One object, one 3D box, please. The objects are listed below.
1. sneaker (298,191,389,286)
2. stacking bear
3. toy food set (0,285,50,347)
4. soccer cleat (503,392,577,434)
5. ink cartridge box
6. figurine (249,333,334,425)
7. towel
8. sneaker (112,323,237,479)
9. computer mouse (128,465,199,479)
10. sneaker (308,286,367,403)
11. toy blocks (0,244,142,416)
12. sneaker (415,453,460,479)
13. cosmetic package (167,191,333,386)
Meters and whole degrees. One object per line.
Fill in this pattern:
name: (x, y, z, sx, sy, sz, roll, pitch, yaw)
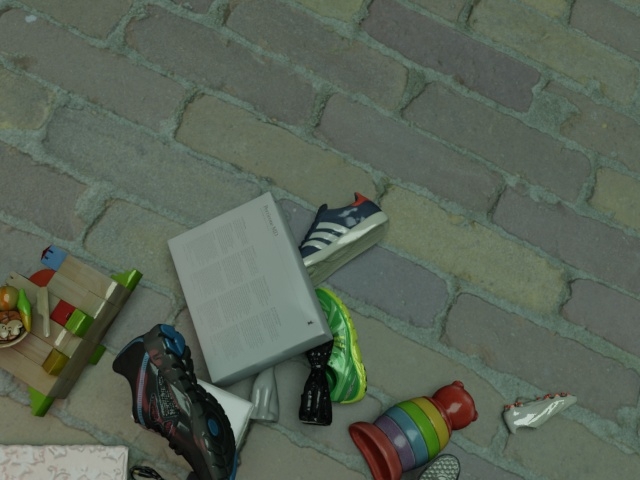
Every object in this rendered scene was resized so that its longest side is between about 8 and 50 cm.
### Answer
sneaker: (0.000, 0.000, 1.934, 0.350, 0.131, 0.148, -31, 63, -15)
stacking bear: (0.242, 0.444, 1.811, 0.288, 0.164, 0.176, -26, 78, -22)
toy food set: (-0.677, 0.161, 1.613, 0.191, 0.038, 0.133, -9, 70, -13)
soccer cleat: (0.557, 0.434, 1.916, 0.196, 0.068, 0.076, -12, 80, -7)
ink cartridge box: (-0.275, 0.382, 1.651, 0.226, 0.306, 0.131, 24, 70, -2)
figurine: (-0.072, 0.323, 1.790, 0.214, 0.092, 0.210, -1, 71, 19)
towel: (-0.595, 0.606, 1.656, 0.331, 0.053, 0.317, 4, 71, -9)
sneaker: (-0.274, 0.335, 1.460, 0.139, 0.125, 0.341, -29, 81, 11)
computer mouse: (-0.317, 0.550, 1.730, 0.241, 0.041, 0.071, 9, 72, -7)
sneaker: (0.025, 0.254, 1.852, 0.123, 0.109, 0.296, -12, 74, -15)
toy blocks: (-0.628, 0.170, 1.741, 0.260, 0.191, 0.382, 28, 79, 13)
sneaker: (0.242, 0.568, 1.750, 0.086, 0.163, 0.226, 32, 96, 5)
cosmetic package: (-0.170, 0.113, 1.794, 0.284, 0.097, 0.378, -25, 69, 9)
